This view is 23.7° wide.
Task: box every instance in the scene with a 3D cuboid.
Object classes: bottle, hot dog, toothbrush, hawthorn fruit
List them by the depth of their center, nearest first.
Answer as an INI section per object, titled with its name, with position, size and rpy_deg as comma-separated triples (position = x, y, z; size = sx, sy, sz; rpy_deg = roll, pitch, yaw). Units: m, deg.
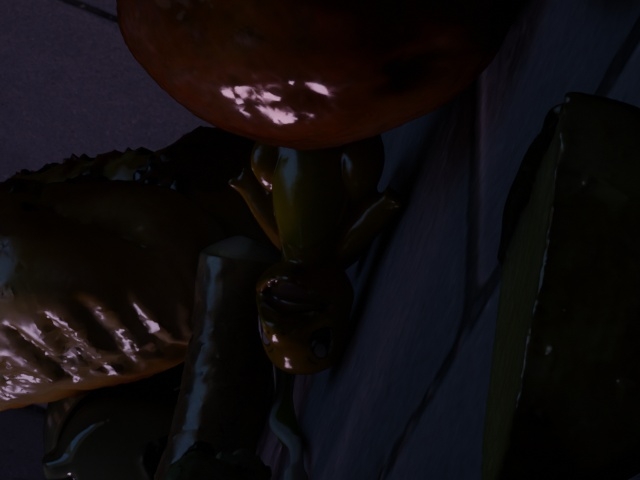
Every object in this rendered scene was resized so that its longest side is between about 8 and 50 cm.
[hawthorn fruit]
position = 0.011, -0.149, 0.860
size = 0.262, 0.210, 0.211
rpy_deg = 11, 78, 51
[toothbrush]
position = -0.021, 0.119, 1.040
size = 0.026, 0.022, 0.263
rpy_deg = -55, 11, 14
[hot dog]
position = -0.207, 0.025, 1.246
size = 0.365, 0.196, 0.367
rpy_deg = -10, 16, 39
[bottle]
position = -0.157, 0.178, 1.313
size = 0.347, 0.168, 0.169
rpy_deg = -169, 99, -81

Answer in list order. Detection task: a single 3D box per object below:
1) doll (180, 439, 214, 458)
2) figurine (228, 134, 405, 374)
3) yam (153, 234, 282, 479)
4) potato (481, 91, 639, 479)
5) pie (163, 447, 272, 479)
[doll]
position = -0.087, 0.231, 0.754
size = 0.286, 0.091, 0.203
rpy_deg = -79, -22, -58
[figurine]
position = 0.001, 0.002, 1.009
size = 0.122, 0.121, 0.176
rpy_deg = 27, -108, -69
[yam]
position = -0.088, 0.170, 1.064
size = 0.081, 0.081, 0.357
rpy_deg = 148, 134, -78
[potato]
position = 0.079, 0.028, 0.411
size = 0.096, 0.066, 0.103
rpy_deg = 93, -172, -64
[pie]
position = -0.035, 0.184, 0.608
size = 0.248, 0.090, 0.201
rpy_deg = -33, -52, -80
